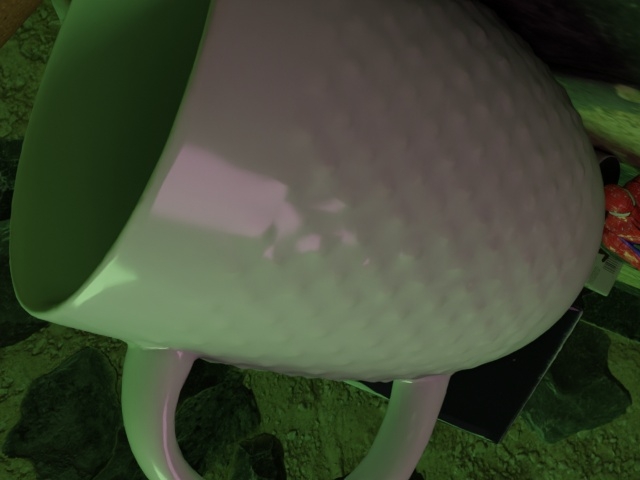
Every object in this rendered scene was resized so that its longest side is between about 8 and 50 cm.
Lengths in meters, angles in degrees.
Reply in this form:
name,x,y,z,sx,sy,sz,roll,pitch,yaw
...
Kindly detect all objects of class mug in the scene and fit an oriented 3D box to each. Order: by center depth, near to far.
name,x,y,z,sx,sy,sz,roll,pitch,yaw
mug,0.000,0.000,0.583,0.328,0.374,0.276,19,169,-31

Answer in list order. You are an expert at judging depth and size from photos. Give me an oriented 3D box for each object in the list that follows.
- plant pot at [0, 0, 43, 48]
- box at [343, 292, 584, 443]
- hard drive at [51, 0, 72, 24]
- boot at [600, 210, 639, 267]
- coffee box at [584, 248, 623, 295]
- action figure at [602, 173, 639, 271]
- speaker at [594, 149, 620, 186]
name,x,y,z,sx,sy,sz,roll,pitch,yaw
plant pot,-0.169,-0.134,0.280,0.237,0.254,0.237,27,-178,-1
box,0.071,-0.009,0.960,0.343,0.179,0.312,22,-150,-1
hard drive,-0.093,-0.180,0.861,0.307,0.040,0.203,11,-149,-35
boot,0.345,-0.029,1.186,0.189,0.076,0.208,31,-168,36
coffee box,0.354,-0.015,1.475,0.246,0.098,0.141,26,-178,-24
action figure,0.369,0.017,0.867,0.280,0.091,0.139,24,-170,-35
speaker,0.223,-0.077,0.904,0.136,0.055,0.055,29,-177,43
